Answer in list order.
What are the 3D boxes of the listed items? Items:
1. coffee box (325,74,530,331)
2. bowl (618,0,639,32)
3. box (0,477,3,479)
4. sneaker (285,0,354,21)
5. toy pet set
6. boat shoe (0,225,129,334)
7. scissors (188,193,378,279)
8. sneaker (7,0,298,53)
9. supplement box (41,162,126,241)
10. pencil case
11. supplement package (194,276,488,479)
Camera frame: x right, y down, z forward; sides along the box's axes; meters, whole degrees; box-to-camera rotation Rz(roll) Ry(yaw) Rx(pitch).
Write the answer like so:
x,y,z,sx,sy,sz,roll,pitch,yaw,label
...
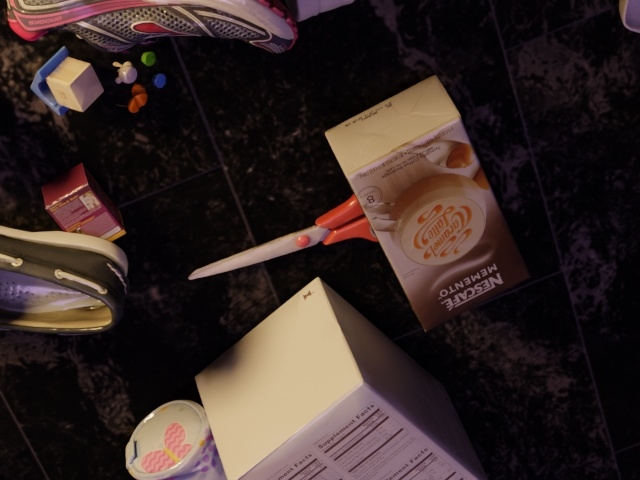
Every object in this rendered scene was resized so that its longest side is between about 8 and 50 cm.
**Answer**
x,y,z,sx,sy,sz,roll,pitch,yaw,label
0.121,-0.039,2.165,0.141,0.098,0.246,-28,128,2,coffee box
0.394,-0.293,2.124,0.142,0.053,0.142,3,123,-20,bowl
-0.446,0.281,2.275,0.116,0.029,0.162,-31,130,5,box
0.032,-0.361,1.929,0.169,0.108,0.292,-16,138,-9,sneaker
-0.235,-0.178,2.008,0.114,0.065,0.122,-49,137,-26,toy pet set
-0.354,0.042,2.066,0.303,0.091,0.114,0,131,-3,boat shoe
0.000,0.000,2.225,0.297,0.021,0.109,-31,130,3,scissors
-0.165,-0.233,1.932,0.299,0.121,0.112,11,110,-22,sneaker
-0.254,-0.032,2.102,0.055,0.043,0.083,-29,129,5,supplement box
-0.117,0.305,2.351,0.124,0.113,0.273,-16,134,26,pencil case
0.026,0.225,2.283,0.198,0.199,0.263,-39,127,12,supplement package
